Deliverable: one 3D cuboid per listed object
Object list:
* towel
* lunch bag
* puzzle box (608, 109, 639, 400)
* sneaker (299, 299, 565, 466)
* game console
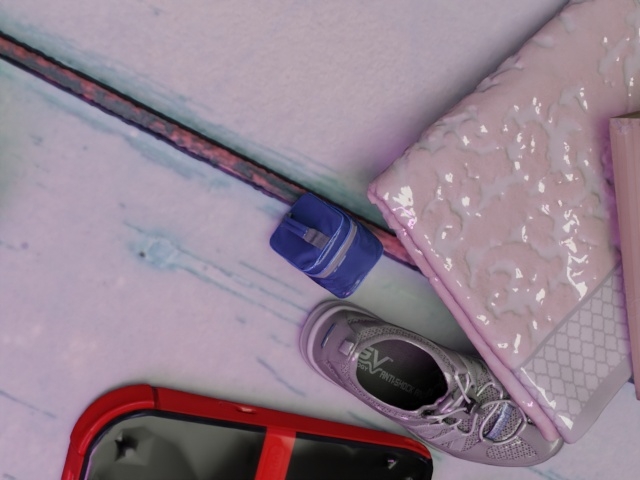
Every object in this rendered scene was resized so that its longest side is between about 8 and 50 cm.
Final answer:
[{"bbox_3d":[0.244,-0.029,1.215,0.332,0.053,0.317,-42,107,-21],"label":"towel"},{"bbox_3d":[0.000,0.000,1.178,0.065,0.098,0.067,38,87,-35],"label":"lunch bag"},{"bbox_3d":[0.458,-0.021,1.258,0.409,0.052,0.272,-14,102,-27],"label":"puzzle box"},{"bbox_3d":[0.113,0.151,1.219,0.281,0.115,0.105,23,93,-17],"label":"sneaker"},{"bbox_3d":[-0.096,0.344,1.232,0.342,0.060,0.386,12,97,-17],"label":"game console"}]
